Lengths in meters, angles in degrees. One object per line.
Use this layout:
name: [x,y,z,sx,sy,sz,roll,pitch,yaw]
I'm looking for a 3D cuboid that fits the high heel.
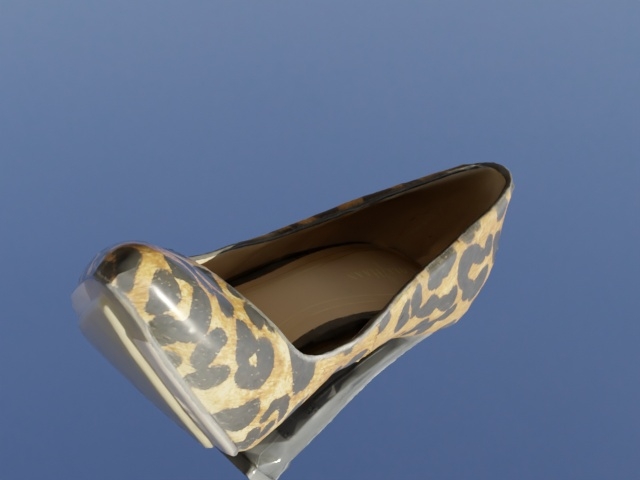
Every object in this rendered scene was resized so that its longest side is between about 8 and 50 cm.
high heel: [0.000,0.000,0.648,0.093,0.261,0.186,40,-96,21]
